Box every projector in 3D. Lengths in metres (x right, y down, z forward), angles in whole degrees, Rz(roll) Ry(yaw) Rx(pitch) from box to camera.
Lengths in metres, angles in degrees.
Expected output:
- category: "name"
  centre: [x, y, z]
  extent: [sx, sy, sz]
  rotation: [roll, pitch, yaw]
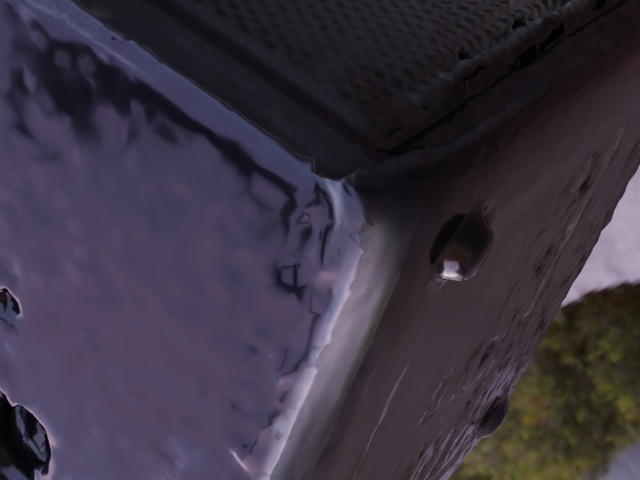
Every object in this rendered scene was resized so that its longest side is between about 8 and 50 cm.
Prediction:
- category: "projector"
  centre: [0.000, 0.000, 0.786]
  extent: [0.242, 0.405, 0.395]
  rotation: [34, 127, 18]
